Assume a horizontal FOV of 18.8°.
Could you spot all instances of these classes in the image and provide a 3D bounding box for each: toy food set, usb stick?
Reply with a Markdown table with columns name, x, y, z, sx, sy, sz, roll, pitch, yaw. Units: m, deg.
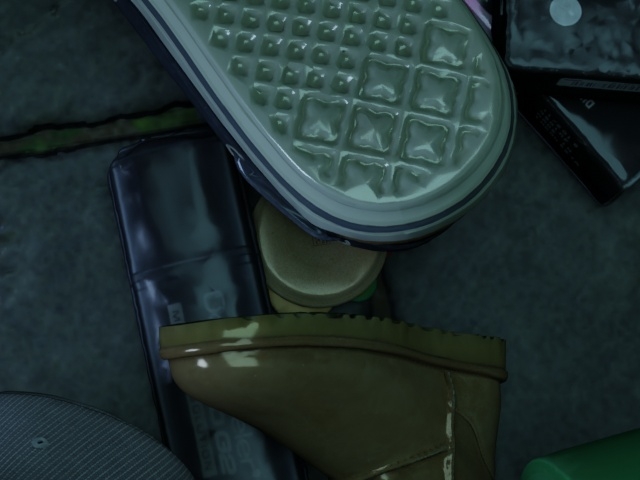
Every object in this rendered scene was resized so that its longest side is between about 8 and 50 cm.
| name | x | y | z | sx | sy | sz | roll | pitch | yaw |
| --- | --- | --- | --- | --- | --- | --- | --- | --- | --- |
| toy food set | 0.000 | 0.000 | 1.102 | 0.082 | 0.020 | 0.083 | -24 | 83 | -9 |
| usb stick | -0.057 | 0.073 | 1.070 | 0.077 | 0.045 | 0.278 | -13 | 81 | 3 |

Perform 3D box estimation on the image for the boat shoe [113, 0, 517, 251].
| name | x | y | z | sx | sy | sz | roll | pitch | yaw |
| --- | --- | --- | --- | --- | --- | --- | --- | --- | --- |
| boat shoe | -0.062 | -0.196 | 1.070 | 0.187 | 0.156 | 0.500 | -31 | 73 | -6 |

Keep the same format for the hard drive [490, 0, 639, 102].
| name | x | y | z | sx | sy | sz | roll | pitch | yaw |
| --- | --- | --- | --- | --- | --- | --- | --- | --- | --- |
| hard drive | 0.219 | -0.241 | 1.079 | 0.237 | 0.064 | 0.339 | 4 | 80 | -4 |

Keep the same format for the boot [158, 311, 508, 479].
| name | x | y | z | sx | sy | sz | roll | pitch | yaw |
| --- | --- | --- | --- | --- | --- | --- | --- | --- | --- |
| boot | 0.020 | 0.176 | 0.999 | 0.236 | 0.089 | 0.269 | 8 | 77 | -37 |

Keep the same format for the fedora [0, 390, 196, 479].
| name | x | y | z | sx | sy | sz | roll | pitch | yaw |
| --- | --- | --- | --- | --- | --- | --- | --- | --- | --- |
| fedora | -0.165 | 0.163 | 0.986 | 0.275 | 0.244 | 0.124 | -7 | 45 | 19 |

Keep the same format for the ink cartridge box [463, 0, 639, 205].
| name | x | y | z | sx | sy | sz | roll | pitch | yaw |
| --- | --- | --- | --- | --- | --- | --- | --- | --- | --- |
| ink cartridge box | 0.246 | -0.204 | 1.140 | 0.371 | 0.069 | 0.176 | -41 | 86 | -12 |

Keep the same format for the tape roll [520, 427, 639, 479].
| name | x | y | z | sx | sy | sz | roll | pitch | yaw |
| --- | --- | --- | --- | --- | --- | --- | --- | --- | --- |
| tape roll | 0.181 | 0.249 | 0.922 | 0.077 | 0.321 | 0.321 | -16 | 82 | -7 |
